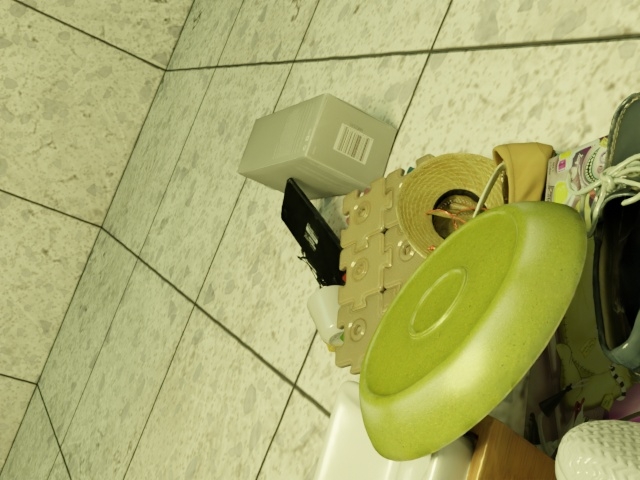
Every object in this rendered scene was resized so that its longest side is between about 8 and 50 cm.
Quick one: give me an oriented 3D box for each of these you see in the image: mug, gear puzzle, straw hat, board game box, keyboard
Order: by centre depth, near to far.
[{"bbox_3d":[0.257,0.061,0.687,0.208,0.056,0.346,-20,52,51],"label":"board game box"},{"bbox_3d":[0.149,-0.018,0.926,0.061,0.145,0.144,76,-162,-60],"label":"straw hat"},{"bbox_3d":[0.089,0.070,1.007,0.175,0.044,0.338,-25,51,43],"label":"gear puzzle"},{"bbox_3d":[0.022,0.105,1.102,0.062,0.078,0.064,-25,49,9],"label":"mug"},{"bbox_3d":[0.000,0.000,1.201,0.192,0.038,0.100,56,143,40],"label":"keyboard"}]

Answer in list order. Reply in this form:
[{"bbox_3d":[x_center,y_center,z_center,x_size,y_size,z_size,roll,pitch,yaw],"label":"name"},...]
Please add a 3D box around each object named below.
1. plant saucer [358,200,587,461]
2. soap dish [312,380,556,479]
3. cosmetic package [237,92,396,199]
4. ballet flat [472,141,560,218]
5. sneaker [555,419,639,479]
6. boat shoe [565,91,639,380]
[{"bbox_3d":[0.102,0.057,0.666,0.241,0.037,0.241,-49,12,14],"label":"plant saucer"},{"bbox_3d":[0.078,0.243,0.734,0.291,0.118,0.228,173,113,-76],"label":"soap dish"},{"bbox_3d":[-0.012,-0.128,1.256,0.238,0.127,0.107,3,73,61],"label":"cosmetic package"},{"bbox_3d":[0.179,0.009,0.833,0.080,0.073,0.232,81,-158,-65],"label":"ballet flat"},{"bbox_3d":[0.257,0.259,0.440,0.366,0.137,0.210,28,110,50],"label":"sneaker"},{"bbox_3d":[0.238,-0.016,0.641,0.095,0.079,0.254,-36,38,56],"label":"boat shoe"}]
